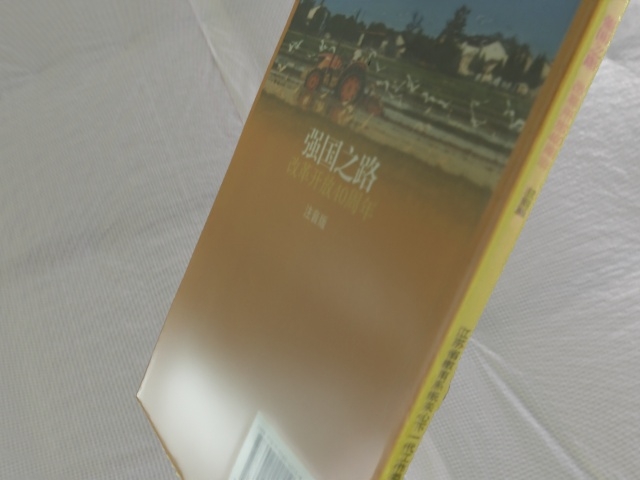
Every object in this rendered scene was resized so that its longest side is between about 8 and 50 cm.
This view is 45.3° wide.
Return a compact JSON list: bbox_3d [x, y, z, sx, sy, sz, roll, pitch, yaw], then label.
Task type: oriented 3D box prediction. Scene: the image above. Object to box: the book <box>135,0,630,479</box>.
[{"bbox_3d":[0.000,0.000,0.459,0.262,0.028,0.374,37,-74,54],"label":"book"}]
